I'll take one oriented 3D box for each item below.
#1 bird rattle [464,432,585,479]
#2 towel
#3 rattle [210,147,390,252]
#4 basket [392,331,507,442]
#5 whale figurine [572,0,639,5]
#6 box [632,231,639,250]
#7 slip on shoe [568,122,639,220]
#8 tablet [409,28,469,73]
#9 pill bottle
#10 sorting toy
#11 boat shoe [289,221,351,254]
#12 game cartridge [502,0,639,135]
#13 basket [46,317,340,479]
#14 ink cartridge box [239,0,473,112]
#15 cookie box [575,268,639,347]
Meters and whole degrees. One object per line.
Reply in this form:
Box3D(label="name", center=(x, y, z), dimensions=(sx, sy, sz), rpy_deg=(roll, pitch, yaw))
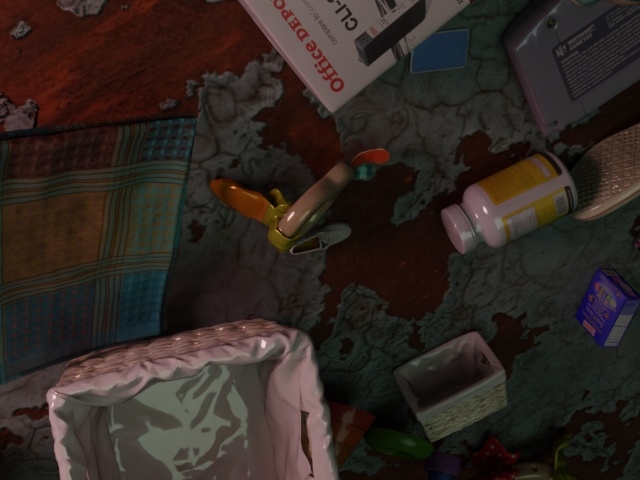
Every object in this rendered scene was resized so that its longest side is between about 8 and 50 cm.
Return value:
Box3D(label="bird rattle", center=(0.397, 0.480, 1.559), dimensions=(0.253, 0.143, 0.207), rpy_deg=(-5, 139, -14))
Box3D(label="towel", center=(-0.291, 0.018, 0.957), dimensions=(0.271, 0.040, 0.370), rpy_deg=(-15, 139, -34))
Box3D(label="rattle", center=(-0.024, -0.089, 1.082), dimensions=(0.200, 0.142, 0.130), rpy_deg=(-49, 159, -5))
Box3D(label="basket", center=(0.225, 0.252, 1.347), dimensions=(0.167, 0.113, 0.103), rpy_deg=(-26, 129, -3))
Box3D(label="whale figurine", center=(0.338, -0.390, 0.934), dimensions=(0.272, 0.141, 0.216), rpy_deg=(14, 87, -10))
Box3D(label="box", center=(0.676, -0.033, 1.375), dimensions=(0.233, 0.044, 0.159), rpy_deg=(8, 118, -25))
Box3D(label="slip on shoe", center=(0.517, -0.129, 1.212), dimensions=(0.331, 0.123, 0.101), rpy_deg=(-36, 131, -2))
Box3D(label="tablet", center=(0.159, -0.254, 1.058), dimensions=(0.083, 0.006, 0.054), rpy_deg=(-10, 124, -15))
Box3D(label="pill bottle", center=(0.277, -0.052, 1.174), dimensions=(0.184, 0.103, 0.103), rpy_deg=(-25, 127, -3))
Box3D(label="sorting toy", center=(0.105, 0.386, 1.351), dimensions=(0.365, 0.127, 0.126), rpy_deg=(32, 63, -33))
Box3D(label="boat shoe", center=(0.000, 0.000, 1.144), dimensions=(0.100, 0.035, 0.035), rpy_deg=(-11, 125, -13))
Box3D(label="game cartridge", center=(0.400, -0.300, 1.093), dimensions=(0.294, 0.060, 0.196), rpy_deg=(-34, 130, 2))
Box3D(label="basket", center=(-0.163, 0.289, 1.067), dimensions=(0.331, 0.266, 0.328), rpy_deg=(-12, 96, -13))
Box3D(label="ink cartridge box", center=(0.049, -0.313, 0.910), dimensions=(0.273, 0.114, 0.197), rpy_deg=(-38, 127, 7))
Box3D(label="cookie box", center=(0.500, 0.118, 1.377), dimensions=(0.040, 0.092, 0.107), rpy_deg=(5, 120, -20))
